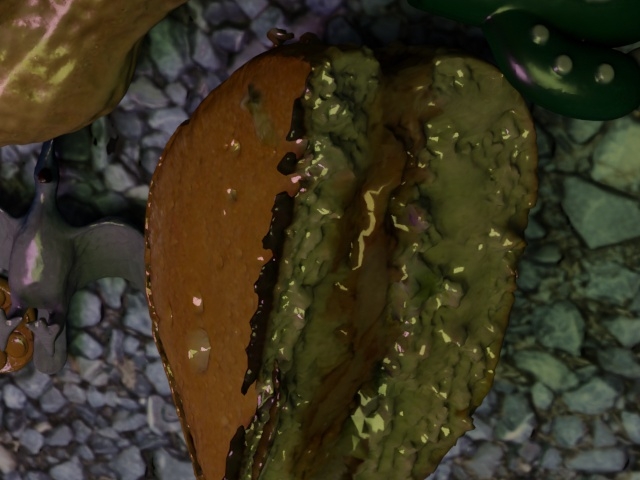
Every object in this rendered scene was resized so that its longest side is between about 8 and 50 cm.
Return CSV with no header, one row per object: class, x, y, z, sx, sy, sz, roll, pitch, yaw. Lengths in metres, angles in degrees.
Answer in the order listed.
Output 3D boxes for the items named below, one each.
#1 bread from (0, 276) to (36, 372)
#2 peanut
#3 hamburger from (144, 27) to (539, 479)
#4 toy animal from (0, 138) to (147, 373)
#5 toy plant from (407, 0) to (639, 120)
bread,-0.320,0.081,1.905,0.110,0.024,0.110,5,120,9
peanut,-0.203,-0.193,1.670,0.149,0.149,0.313,40,115,-8
hamburger,0.000,0.000,1.653,0.268,0.287,0.445,-7,123,-29
toy animal,-0.244,0.019,1.817,0.239,0.176,0.255,11,147,1
toy plant,0.187,-0.212,1.523,0.243,0.232,0.112,28,159,-3
